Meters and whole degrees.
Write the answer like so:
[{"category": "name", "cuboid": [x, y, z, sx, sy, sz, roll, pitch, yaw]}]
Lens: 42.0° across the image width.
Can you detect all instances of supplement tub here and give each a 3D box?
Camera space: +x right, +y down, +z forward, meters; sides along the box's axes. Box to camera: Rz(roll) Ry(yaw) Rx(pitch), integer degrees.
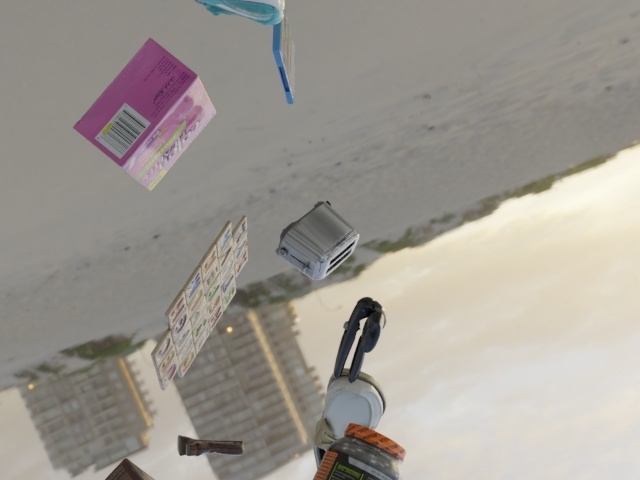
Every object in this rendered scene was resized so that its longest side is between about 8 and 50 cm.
[{"category": "supplement tub", "cuboid": [0.040, 0.358, 1.150, 0.190, 0.117, 0.117, -62, -161, -18]}]

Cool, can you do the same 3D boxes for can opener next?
[{"category": "can opener", "cuboid": [0.055, 0.160, 1.312, 0.073, 0.059, 0.186, -59, 175, -47]}]

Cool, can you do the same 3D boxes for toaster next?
[{"category": "toaster", "cuboid": [0.000, 0.000, 2.231, 0.227, 0.146, 0.129, -39, 161, -37]}]

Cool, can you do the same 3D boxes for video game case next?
[{"category": "video game case", "cuboid": [-0.064, -0.338, 1.494, 0.015, 0.119, 0.166, -2, 157, 7]}]

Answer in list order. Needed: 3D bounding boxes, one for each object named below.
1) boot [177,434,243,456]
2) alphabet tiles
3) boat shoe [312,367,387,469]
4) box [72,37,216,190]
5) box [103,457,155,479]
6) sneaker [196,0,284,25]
[{"category": "boot", "cuboid": [-0.212, 0.396, 1.612, 0.114, 0.037, 0.106, 3, -179, -27]}, {"category": "alphabet tiles", "cuboid": [-0.229, 0.122, 1.643, 0.343, 0.011, 0.285, -59, 168, -30]}, {"category": "boat shoe", "cuboid": [0.048, 0.338, 1.487, 0.113, 0.302, 0.103, 15, -127, 9]}, {"category": "box", "cuboid": [-0.321, -0.227, 1.571, 0.213, 0.117, 0.243, -51, 176, -5]}, {"category": "box", "cuboid": [-0.366, 0.586, 1.684, 0.167, 0.168, 0.203, -46, -144, -12]}, {"category": "sneaker", "cuboid": [-0.172, -0.368, 1.195, 0.107, 0.275, 0.110, -59, 154, -15]}]
